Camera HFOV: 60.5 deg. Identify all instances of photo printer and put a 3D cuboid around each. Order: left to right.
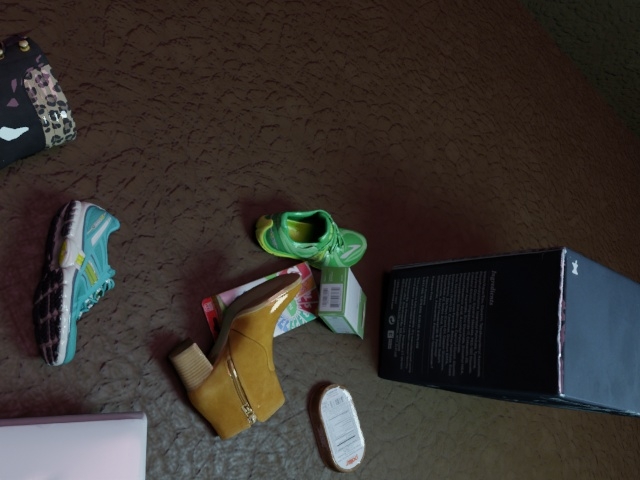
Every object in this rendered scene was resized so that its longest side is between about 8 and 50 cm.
[{"bbox_3d":[-0.400,0.373,0.748,0.307,0.107,0.256,5,69,-23],"label":"photo printer"}]

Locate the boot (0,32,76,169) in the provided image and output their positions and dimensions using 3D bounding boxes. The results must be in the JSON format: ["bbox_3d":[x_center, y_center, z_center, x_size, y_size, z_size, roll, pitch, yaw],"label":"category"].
[{"bbox_3d":[-0.577,-0.252,0.819,0.284,0.138,0.378,-39,105,-39],"label":"boot"}]

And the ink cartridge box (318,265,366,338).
[{"bbox_3d":[0.053,0.145,1.234,0.209,0.062,0.109,57,36,-62],"label":"ink cartridge box"}]

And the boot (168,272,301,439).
[{"bbox_3d":[-0.116,0.218,1.038,0.295,0.104,0.211,-36,109,-13],"label":"boot"}]

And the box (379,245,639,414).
[{"bbox_3d":[0.479,0.231,1.300,0.479,0.471,0.298,19,70,-34],"label":"box"}]

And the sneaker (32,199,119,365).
[{"bbox_3d":[-0.390,0.067,0.900,0.109,0.107,0.276,24,62,-43],"label":"sneaker"}]

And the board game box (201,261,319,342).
[{"bbox_3d":[-0.112,0.139,1.140,0.259,0.039,0.124,-19,89,-35],"label":"board game box"}]

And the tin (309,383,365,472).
[{"bbox_3d":[0.038,0.404,1.185,0.106,0.040,0.190,-14,85,-37],"label":"tin"}]

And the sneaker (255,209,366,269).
[{"bbox_3d":[0.000,0.000,1.225,0.295,0.123,0.110,10,69,-38],"label":"sneaker"}]
